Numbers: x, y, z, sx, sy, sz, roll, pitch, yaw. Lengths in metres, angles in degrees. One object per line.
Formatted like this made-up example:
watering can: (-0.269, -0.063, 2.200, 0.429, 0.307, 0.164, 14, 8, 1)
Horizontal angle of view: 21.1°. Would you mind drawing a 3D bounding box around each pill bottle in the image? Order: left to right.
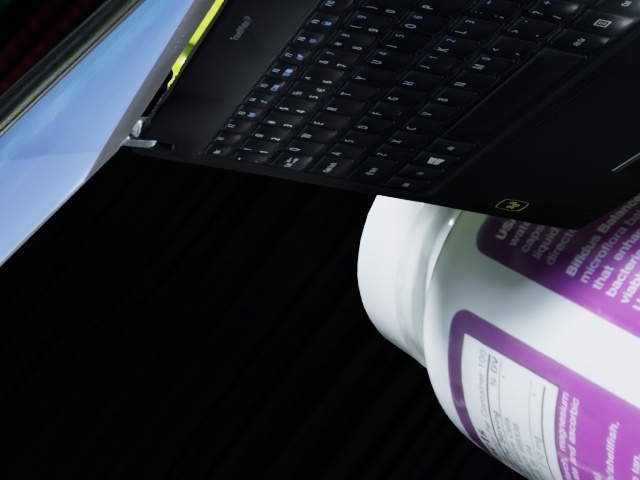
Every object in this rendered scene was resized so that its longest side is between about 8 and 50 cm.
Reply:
pill bottle: (0.154, 0.047, 0.777, 0.301, 0.169, 0.169, 30, -16, 49)

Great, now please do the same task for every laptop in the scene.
laptop: (0.000, 0.000, 0.459, 0.264, 0.137, 0.234, 10, -17, -16)

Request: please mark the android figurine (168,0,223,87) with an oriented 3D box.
android figurine: (-0.005, -0.186, 0.711, 0.248, 0.273, 0.056, 8, 0, 22)
